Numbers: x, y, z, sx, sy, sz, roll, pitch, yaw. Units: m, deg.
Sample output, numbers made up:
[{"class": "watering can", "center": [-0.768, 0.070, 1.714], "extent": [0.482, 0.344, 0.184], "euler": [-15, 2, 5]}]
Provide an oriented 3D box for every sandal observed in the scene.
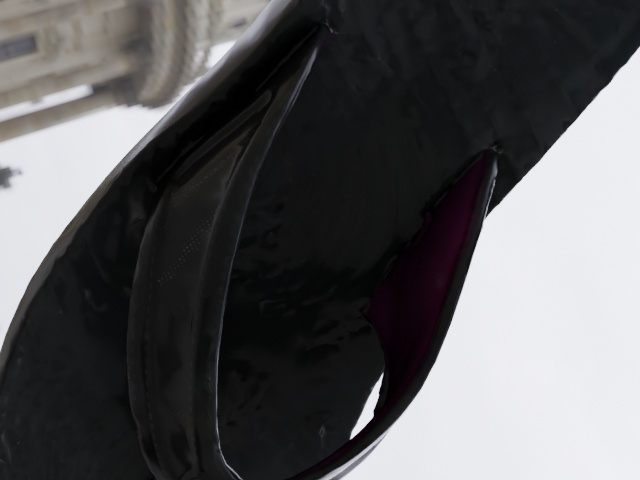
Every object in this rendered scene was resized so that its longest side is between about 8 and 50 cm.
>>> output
[{"class": "sandal", "center": [-0.001, -0.002, 0.618], "extent": [0.446, 0.167, 0.107], "euler": [-56, -157, 17]}]
